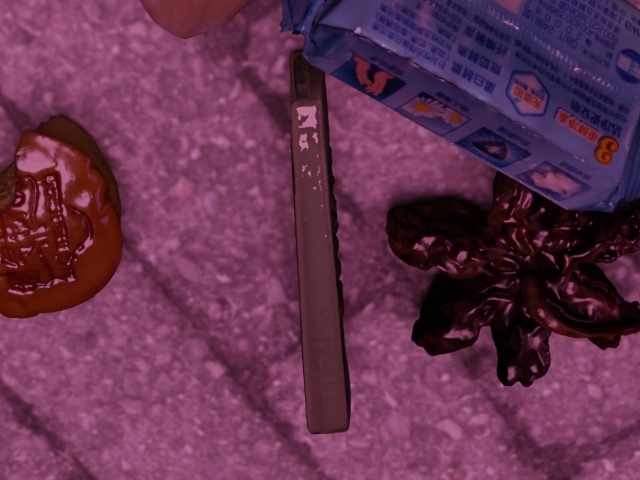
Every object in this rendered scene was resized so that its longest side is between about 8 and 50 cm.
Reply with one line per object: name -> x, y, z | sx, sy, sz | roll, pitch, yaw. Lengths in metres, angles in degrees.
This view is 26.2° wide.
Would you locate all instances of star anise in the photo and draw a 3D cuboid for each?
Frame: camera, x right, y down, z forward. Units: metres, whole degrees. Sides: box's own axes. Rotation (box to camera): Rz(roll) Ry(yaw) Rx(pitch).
star anise -> 0.164, 0.021, 1.058 | 0.220, 0.126, 0.190 | -21, 103, 7

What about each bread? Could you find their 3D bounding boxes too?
bread -> -0.212, -0.011, 1.041 | 0.125, 0.086, 0.156 | 40, 108, -21

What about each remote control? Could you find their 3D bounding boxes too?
remote control -> 0.000, 0.000, 1.041 | 0.038, 0.123, 0.285 | -3, 114, -1

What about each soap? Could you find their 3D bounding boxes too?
soap -> 0.117, -0.141, 0.960 | 0.293, 0.077, 0.156 | 29, 66, -17

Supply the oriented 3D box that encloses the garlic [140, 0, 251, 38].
garlic -> -0.068, -0.290, 0.915 | 0.143, 0.112, 0.318 | -1, 105, 0
